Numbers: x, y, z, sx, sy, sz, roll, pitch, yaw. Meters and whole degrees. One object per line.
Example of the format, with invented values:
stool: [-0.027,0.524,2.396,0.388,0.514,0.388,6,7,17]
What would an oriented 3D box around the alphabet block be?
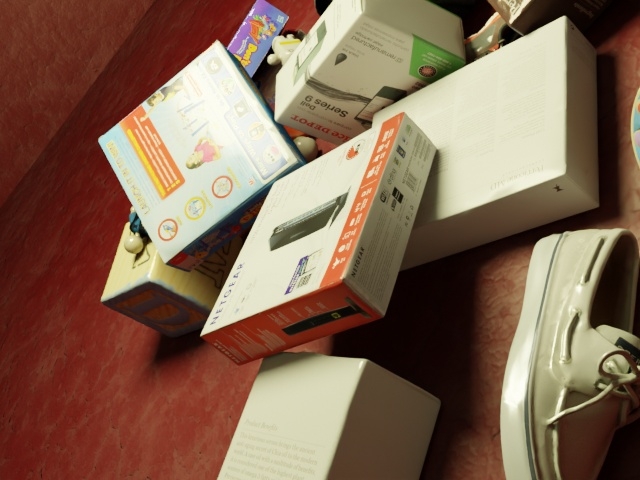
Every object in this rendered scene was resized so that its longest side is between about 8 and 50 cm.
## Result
alphabet block: [-0.302,0.061,1.643,0.192,0.193,0.197,-21,47,40]

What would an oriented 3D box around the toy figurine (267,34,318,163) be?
toy figurine: [-0.048,-0.279,1.590,0.209,0.213,0.148,-44,44,14]

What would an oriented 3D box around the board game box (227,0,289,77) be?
board game box: [-0.183,-0.409,1.871,0.233,0.078,0.347,-58,8,-2]

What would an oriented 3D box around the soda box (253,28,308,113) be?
soda box: [-0.099,-0.347,1.818,0.263,0.092,0.083,-57,31,-2]

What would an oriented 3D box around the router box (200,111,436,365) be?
router box: [0.000,0.000,1.173,0.301,0.082,0.335,-25,32,41]

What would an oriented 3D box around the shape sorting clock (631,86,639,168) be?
shape sorting clock: [0.423,-0.109,0.874,0.040,0.206,0.206,-22,21,-27]

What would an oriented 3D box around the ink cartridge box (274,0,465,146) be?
ink cartridge box: [0.077,-0.293,1.379,0.289,0.211,0.121,-44,37,46]

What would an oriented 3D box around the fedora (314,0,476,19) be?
fedora: [0.161,-0.447,1.442,0.334,0.334,0.152,-34,70,31]

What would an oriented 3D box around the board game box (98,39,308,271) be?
board game box: [-0.215,-0.153,1.468,0.302,0.086,0.308,-37,67,11]

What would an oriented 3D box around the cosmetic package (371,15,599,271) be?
cosmetic package: [0.227,-0.130,1.206,0.377,0.097,0.284,-21,45,43]

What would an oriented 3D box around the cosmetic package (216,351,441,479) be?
cosmetic package: [-0.032,0.384,1.041,0.230,0.161,0.453,-5,59,52]

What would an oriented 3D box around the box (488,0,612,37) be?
box: [0.401,-0.486,1.171,0.381,0.143,0.191,-52,42,28]

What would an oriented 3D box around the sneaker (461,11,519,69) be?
sneaker: [0.277,-0.315,1.336,0.158,0.061,0.065,-49,41,14]

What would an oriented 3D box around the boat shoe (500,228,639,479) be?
boat shoe: [0.305,0.136,0.863,0.156,0.136,0.367,-16,40,41]

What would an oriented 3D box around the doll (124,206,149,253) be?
doll: [-0.338,-0.061,1.574,0.129,0.046,0.189,7,73,44]
